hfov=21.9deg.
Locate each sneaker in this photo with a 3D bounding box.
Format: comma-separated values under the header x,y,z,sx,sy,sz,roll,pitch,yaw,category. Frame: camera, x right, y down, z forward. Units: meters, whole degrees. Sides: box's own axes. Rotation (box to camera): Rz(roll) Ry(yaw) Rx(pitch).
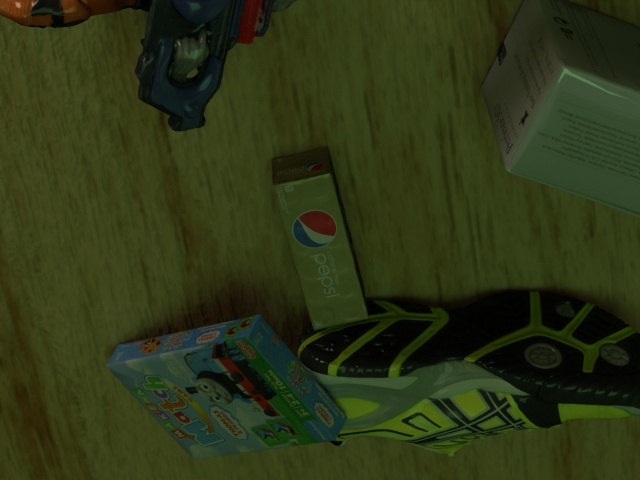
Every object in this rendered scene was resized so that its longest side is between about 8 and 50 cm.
x,y,z,sx,sy,sz,roll,pitch,yaw,category
0.171,0.149,1.756,0.385,0.145,0.147,3,129,7,sneaker

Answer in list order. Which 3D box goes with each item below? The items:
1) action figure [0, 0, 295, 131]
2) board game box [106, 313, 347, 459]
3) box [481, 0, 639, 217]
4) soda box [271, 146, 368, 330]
x,y,z,sx,sy,sz,roll,pitch,yaw,category
-0.151,-0.290,1.457,0.330,0.178,0.341,13,116,-19,action figure
-0.100,0.158,1.734,0.211,0.039,0.160,-13,126,41,board game box
0.265,-0.126,1.555,0.182,0.181,0.119,17,118,-14,box
0.000,0.000,1.688,0.061,0.058,0.181,-13,120,4,soda box
